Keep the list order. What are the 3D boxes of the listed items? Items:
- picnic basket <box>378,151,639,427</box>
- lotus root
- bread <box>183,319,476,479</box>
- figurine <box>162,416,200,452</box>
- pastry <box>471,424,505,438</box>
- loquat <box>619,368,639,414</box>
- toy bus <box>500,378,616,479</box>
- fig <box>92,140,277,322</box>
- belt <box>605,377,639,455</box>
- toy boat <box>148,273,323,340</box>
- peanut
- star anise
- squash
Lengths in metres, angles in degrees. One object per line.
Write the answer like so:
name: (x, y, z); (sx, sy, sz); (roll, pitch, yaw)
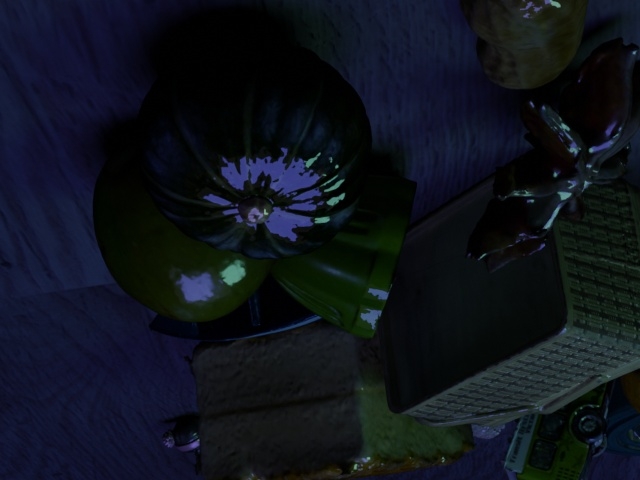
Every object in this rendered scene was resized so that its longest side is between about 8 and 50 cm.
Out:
picnic basket: (0.220, 0.069, 1.751); (0.175, 0.228, 0.313); (14, 148, -35)
lotus root: (0.000, 0.000, 1.625); (0.186, 0.186, 0.186); (-7, 157, -3)
bread: (0.019, 0.205, 1.963); (0.279, 0.207, 0.279); (-16, 167, 36)
figurine: (-0.184, 0.306, 2.401); (0.072, 0.054, 0.129); (-6, 169, 35)
pastry: (0.196, 0.231, 2.287); (0.265, 0.103, 0.112); (9, 145, -39)
loquat: (0.436, 0.145, 1.727); (0.187, 0.234, 0.176); (-16, 134, -55)
toy bus: (0.308, 0.173, 1.919); (0.139, 0.301, 0.113); (14, 162, 17)
fig: (-0.135, -0.020, 1.504); (0.181, 0.181, 0.191); (-22, 132, 29)
belt: (0.598, 0.205, 2.264); (0.437, 0.173, 0.300); (-12, 154, 9)
toy boat: (-0.069, 0.070, 1.829); (0.299, 0.096, 0.062); (-17, 164, 23)
peanut: (0.171, -0.195, 1.286); (0.108, 0.095, 0.226); (5, 162, 9)
star anise: (0.227, -0.074, 1.473); (0.288, 0.088, 0.288); (-44, 160, -21)
squash: (-0.057, -0.081, 1.354); (0.218, 0.172, 0.218); (-4, 124, -5)
